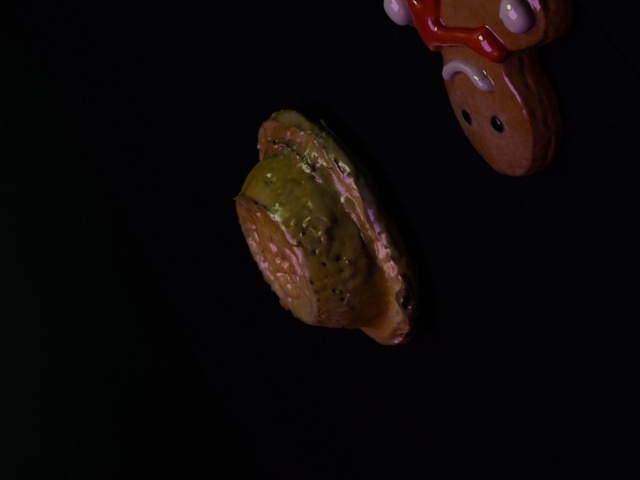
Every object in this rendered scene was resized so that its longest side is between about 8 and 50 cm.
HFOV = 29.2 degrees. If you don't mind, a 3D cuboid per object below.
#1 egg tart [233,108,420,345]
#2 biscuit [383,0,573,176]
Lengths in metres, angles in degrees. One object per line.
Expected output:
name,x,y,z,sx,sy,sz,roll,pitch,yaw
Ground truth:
egg tart,0.000,0.000,1.316,0.288,0.118,0.288,49,158,28
biscuit,0.095,-0.186,0.853,0.205,0.049,0.324,34,149,57
